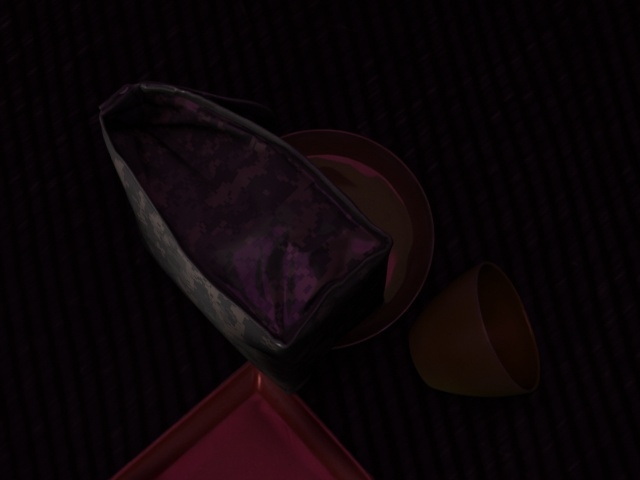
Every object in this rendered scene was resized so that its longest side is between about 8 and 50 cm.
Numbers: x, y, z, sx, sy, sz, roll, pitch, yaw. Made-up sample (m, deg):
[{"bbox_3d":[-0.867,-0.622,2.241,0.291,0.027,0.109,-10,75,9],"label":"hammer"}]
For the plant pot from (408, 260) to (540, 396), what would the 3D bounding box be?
[{"bbox_3d":[0.143,0.099,1.348,0.095,0.134,0.134,-22,73,24],"label":"plant pot"}]

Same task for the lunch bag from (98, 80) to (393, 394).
[{"bbox_3d":[-0.080,-0.019,1.294,0.287,0.235,0.169,43,78,12],"label":"lunch bag"}]

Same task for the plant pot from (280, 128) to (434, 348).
[{"bbox_3d":[0.000,0.000,1.424,0.236,0.032,0.236,-1,75,4],"label":"plant pot"}]

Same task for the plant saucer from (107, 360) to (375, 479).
[{"bbox_3d":[-0.072,0.289,1.331,0.259,0.048,0.258,-40,76,-13],"label":"plant saucer"}]
